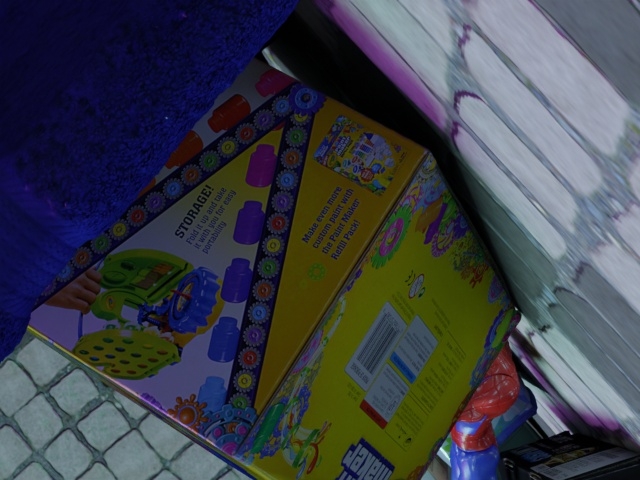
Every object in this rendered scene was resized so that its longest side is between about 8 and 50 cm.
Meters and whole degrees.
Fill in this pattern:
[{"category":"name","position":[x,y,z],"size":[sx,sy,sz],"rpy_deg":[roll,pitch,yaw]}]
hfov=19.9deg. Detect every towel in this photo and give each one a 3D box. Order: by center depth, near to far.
[{"category":"towel","position":[-0.124,-0.035,0.803],"size":[0.076,0.308,0.227],"rpy_deg":[38,-177,-27]}]

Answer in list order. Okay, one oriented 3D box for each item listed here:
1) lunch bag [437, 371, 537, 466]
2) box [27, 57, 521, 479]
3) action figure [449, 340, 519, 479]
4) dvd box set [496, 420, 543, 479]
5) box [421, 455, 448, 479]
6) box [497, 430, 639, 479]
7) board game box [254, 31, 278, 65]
[{"category":"lunch bag","position":[0.088,0.091,1.388],"size":[0.129,0.096,0.151],"rpy_deg":[47,-169,-10]},{"category":"box","position":[-0.068,0.009,1.024],"size":[0.279,0.177,0.290],"rpy_deg":[30,172,23]},{"category":"action figure","position":[0.071,0.153,1.264],"size":[0.091,0.139,0.280],"rpy_deg":[-99,8,-55]},{"category":"dvd box set","position":[0.168,0.203,1.825],"size":[0.307,0.062,0.420],"rpy_deg":[50,177,-29]},{"category":"box","position":[0.094,0.184,2.064],"size":[0.145,0.038,0.186],"rpy_deg":[50,-153,-27]},{"category":"box","position":[0.207,0.284,1.244],"size":[0.293,0.073,0.295],"rpy_deg":[84,169,-87]},{"category":"board game box","position":[-0.108,-0.172,1.108],"size":[0.194,0.060,0.194],"rpy_deg":[48,177,16]}]
